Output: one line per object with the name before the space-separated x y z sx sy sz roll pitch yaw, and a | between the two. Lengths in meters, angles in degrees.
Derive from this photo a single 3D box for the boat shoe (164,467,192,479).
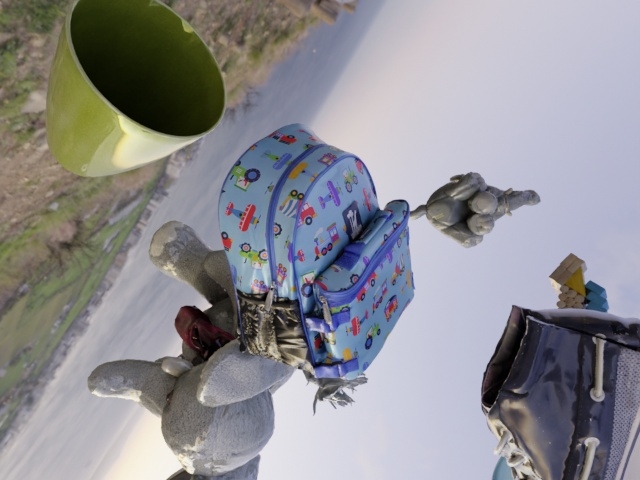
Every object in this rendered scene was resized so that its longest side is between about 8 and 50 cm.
boat shoe | -0.273 0.513 0.857 0.335 0.112 0.095 -48 -148 15

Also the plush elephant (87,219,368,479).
plush elephant | -0.127 0.159 0.579 0.255 0.329 0.272 -25 133 -72

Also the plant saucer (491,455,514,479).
plant saucer | 0.619 0.662 1.365 0.318 0.317 0.044 -58 178 8

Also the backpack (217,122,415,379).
backpack | 0.000 0.000 0.406 0.158 0.116 0.173 -42 134 -44

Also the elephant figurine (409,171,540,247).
elephant figurine | 0.356 -0.079 1.150 0.239 0.186 0.169 -23 153 -53

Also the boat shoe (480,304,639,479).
boat shoe | 0.231 0.226 0.526 0.127 0.158 0.341 -48 153 -83

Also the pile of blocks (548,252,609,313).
pile of blocks | 0.611 0.210 1.163 0.148 0.112 0.362 -5 -125 34

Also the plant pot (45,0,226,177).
plant pot | -0.365 -0.238 0.899 0.293 0.275 0.275 -26 -153 39
